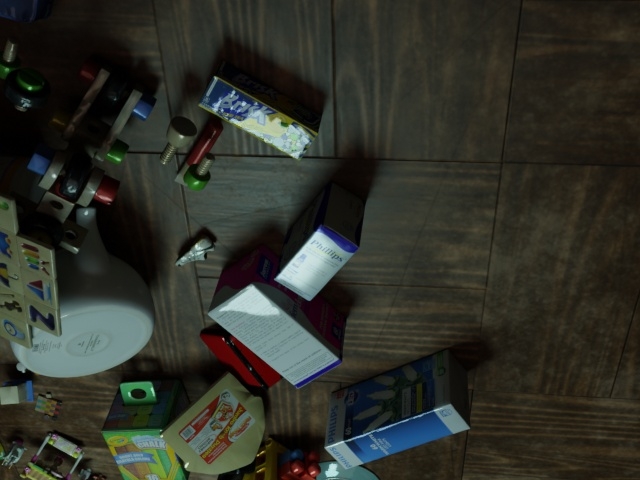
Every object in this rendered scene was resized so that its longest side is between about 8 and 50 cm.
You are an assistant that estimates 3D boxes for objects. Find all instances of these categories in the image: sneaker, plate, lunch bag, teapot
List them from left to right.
[{"bbox_3d":[-0.406,-0.335,1.056,0.098,0.065,0.067,15,112,-3],"label":"lunch bag"},{"bbox_3d":[-0.409,0.101,1.320,0.256,0.187,0.252,-29,147,7],"label":"teapot"},{"bbox_3d":[-0.212,0.025,1.324,0.037,0.032,0.083,40,122,-21],"label":"sneaker"},{"bbox_3d":[0.042,0.543,1.691,0.188,0.024,0.188,4,128,5],"label":"plate"}]

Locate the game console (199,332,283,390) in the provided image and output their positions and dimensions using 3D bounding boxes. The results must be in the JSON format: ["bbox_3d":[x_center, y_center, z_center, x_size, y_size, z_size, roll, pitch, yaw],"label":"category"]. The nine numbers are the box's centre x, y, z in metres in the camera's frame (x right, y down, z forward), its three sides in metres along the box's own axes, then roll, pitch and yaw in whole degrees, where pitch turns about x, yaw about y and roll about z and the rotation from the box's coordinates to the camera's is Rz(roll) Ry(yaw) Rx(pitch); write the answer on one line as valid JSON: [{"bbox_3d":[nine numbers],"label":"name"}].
[{"bbox_3d":[-0.131,0.202,1.460,0.124,0.085,0.144,-37,120,-5],"label":"game console"}]

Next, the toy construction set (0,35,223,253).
[{"bbox_3d":[-0.322,-0.100,1.143,0.309,0.257,0.237,5,141,-34],"label":"toy construction set"}]

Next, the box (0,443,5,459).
[{"bbox_3d":[-0.763,0.424,1.694,0.105,0.043,0.179,-3,128,10],"label":"box"}]

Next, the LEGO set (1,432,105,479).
[{"bbox_3d":[-0.543,0.507,1.716,0.287,0.107,0.132,39,157,-26],"label":"LEGO set"}]

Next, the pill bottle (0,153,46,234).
[{"bbox_3d":[-0.573,-0.068,1.224,0.272,0.152,0.152,6,128,3],"label":"pill bottle"}]

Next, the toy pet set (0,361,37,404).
[{"bbox_3d":[-0.596,0.265,1.555,0.122,0.065,0.114,-5,91,8],"label":"toy pet set"}]

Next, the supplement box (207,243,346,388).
[{"bbox_3d":[-0.069,0.131,1.336,0.114,0.111,0.220,-35,116,28],"label":"supplement box"}]

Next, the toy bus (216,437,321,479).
[{"bbox_3d":[-0.090,0.513,1.570,0.211,0.220,0.149,-35,119,22],"label":"toy bus"}]

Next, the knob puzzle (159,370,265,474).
[{"bbox_3d":[-0.189,0.364,1.501,0.213,0.030,0.213,-9,109,-28],"label":"knob puzzle"}]

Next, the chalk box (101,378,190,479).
[{"bbox_3d":[-0.333,0.360,1.532,0.132,0.132,0.213,-5,126,10],"label":"chalk box"}]

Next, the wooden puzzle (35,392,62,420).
[{"bbox_3d":[-0.565,0.344,1.629,0.049,0.006,0.083,21,127,-9],"label":"wooden puzzle"}]

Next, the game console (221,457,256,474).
[{"bbox_3d":[-0.188,0.402,1.572,0.107,0.122,0.071,5,171,-23],"label":"game console"}]

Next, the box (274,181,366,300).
[{"bbox_3d":[0.000,0.000,1.218,0.072,0.126,0.137,32,124,-14],"label":"box"}]

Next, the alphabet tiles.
[{"bbox_3d":[-0.522,0.016,1.131,0.342,0.011,0.285,21,130,13],"label":"alphabet tiles"}]

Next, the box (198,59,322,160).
[{"bbox_3d":[-0.086,-0.187,1.132,0.169,0.054,0.059,27,126,-14],"label":"box"}]

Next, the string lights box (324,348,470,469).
[{"bbox_3d":[0.139,0.310,1.431,0.259,0.133,0.077,-26,120,24],"label":"string lights box"}]
